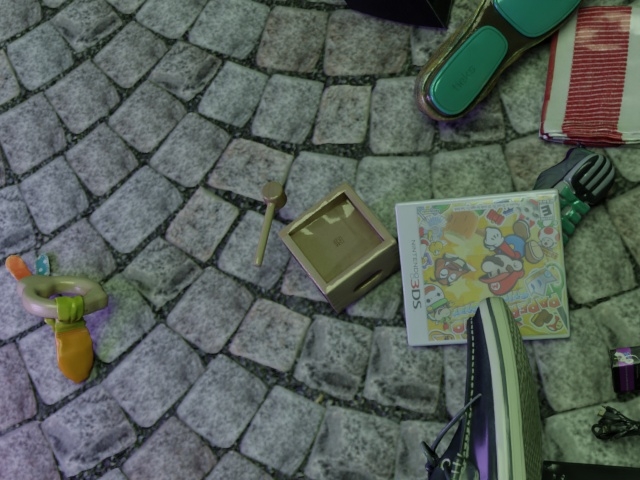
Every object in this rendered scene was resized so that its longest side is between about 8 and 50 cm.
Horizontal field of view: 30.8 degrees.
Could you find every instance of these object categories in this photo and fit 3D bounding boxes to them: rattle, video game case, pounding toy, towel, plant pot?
[{"bbox_3d":[-0.418,0.114,1.817,0.200,0.142,0.130,15,39,37],"label":"rattle"},{"bbox_3d":[0.225,0.039,1.616,0.227,0.026,0.206,-5,95,14],"label":"video game case"},{"bbox_3d":[-0.011,0.002,1.712,0.181,0.094,0.206,-37,63,-3],"label":"pounding toy"},{"bbox_3d":[0.497,-0.244,1.707,0.329,0.037,0.237,5,68,18],"label":"towel"},{"bbox_3d":[0.108,-0.455,1.836,0.167,0.187,0.188,0,67,30],"label":"plant pot"}]

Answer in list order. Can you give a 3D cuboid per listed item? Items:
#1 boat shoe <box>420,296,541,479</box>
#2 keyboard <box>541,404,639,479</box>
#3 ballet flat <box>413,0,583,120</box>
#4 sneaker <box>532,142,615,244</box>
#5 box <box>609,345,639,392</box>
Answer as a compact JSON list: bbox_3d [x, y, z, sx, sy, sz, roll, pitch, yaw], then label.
[{"bbox_3d":[0.197,0.308,1.466,0.156,0.187,0.500,-4,68,20],"label":"boat shoe"},{"bbox_3d":[0.427,0.311,1.452,0.317,0.033,0.201,0,68,31],"label":"keyboard"},{"bbox_3d":[0.270,-0.319,1.763,0.348,0.123,0.123,-46,64,-3],"label":"ballet flat"},{"bbox_3d":[0.321,-0.042,1.665,0.224,0.083,0.098,-44,25,7],"label":"sneaker"},{"bbox_3d":[0.458,0.158,1.501,0.162,0.116,0.029,-9,64,12],"label":"box"}]
